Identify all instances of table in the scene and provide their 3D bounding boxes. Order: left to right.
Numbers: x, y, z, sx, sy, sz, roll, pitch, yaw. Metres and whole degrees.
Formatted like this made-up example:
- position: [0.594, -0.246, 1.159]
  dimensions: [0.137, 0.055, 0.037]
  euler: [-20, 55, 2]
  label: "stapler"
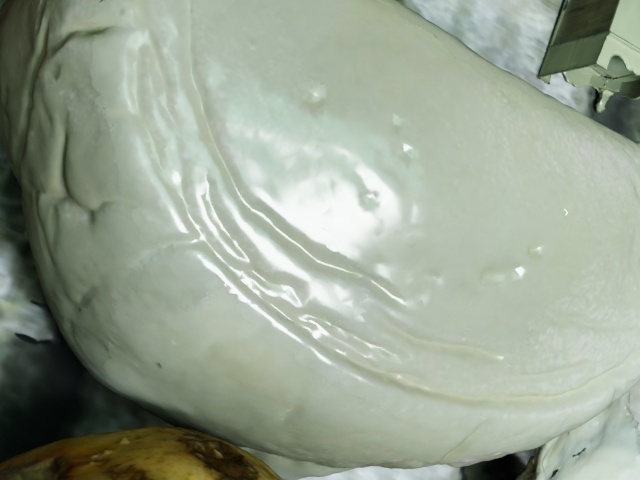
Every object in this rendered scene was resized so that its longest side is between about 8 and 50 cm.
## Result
- position: [0.204, -0.138, 0.980]
  dimensions: [0.062, 0.079, 0.083]
  euler: [26, 78, -21]
  label: "table"

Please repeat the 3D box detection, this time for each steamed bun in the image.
- position: [-0.004, 0.002, 0.772]
  dimensions: [0.383, 0.247, 0.236]
  euler: [25, 71, -26]
  label: "steamed bun"

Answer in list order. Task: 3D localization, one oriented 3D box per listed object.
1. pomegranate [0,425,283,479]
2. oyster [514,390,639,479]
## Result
- position: [-0.105, 0.227, 0.708]
  dimensions: [0.281, 0.281, 0.281]
  euler: [1, 87, -26]
  label: "pomegranate"
- position: [0.168, 0.230, 0.935]
  dimensions: [0.271, 0.100, 0.275]
  euler: [-13, 81, -29]
  label: "oyster"
